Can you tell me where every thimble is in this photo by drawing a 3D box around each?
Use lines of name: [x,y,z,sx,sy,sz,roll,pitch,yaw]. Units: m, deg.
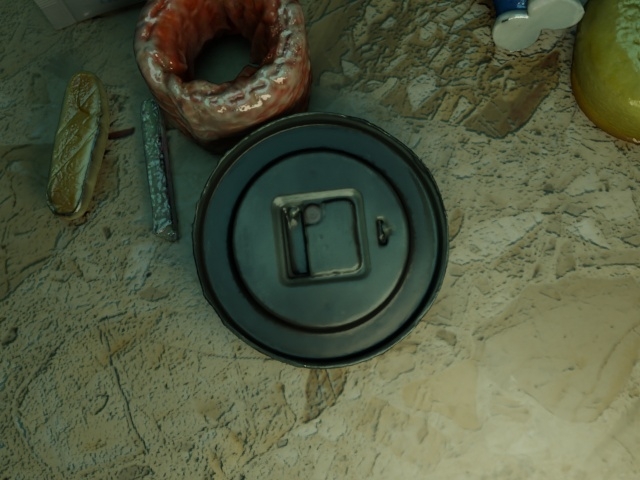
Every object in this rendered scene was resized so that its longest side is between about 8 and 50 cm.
thimble: [-0.122,-0.243,0.999,0.239,0.162,0.239,0,78,2]

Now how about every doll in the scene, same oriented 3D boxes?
doll: [0.281,-0.390,0.998,0.215,0.161,0.257,-13,74,38]

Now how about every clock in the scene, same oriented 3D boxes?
clock: [0.000,0.000,0.955,0.325,0.067,0.325,0,85,-1]

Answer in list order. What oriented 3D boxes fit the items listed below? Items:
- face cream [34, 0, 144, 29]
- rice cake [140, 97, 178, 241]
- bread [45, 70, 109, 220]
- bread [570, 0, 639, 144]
face cream: [-0.204,-0.402,1.008,0.420,0.235,0.137,-16,75,-1]
rice cake: [-0.226,-0.100,1.038,0.033,0.033,0.208,-11,77,5]
bread: [-0.335,-0.131,1.045,0.073,0.053,0.214,5,80,9]
bread: [0.457,-0.257,0.959,0.269,0.148,0.270,-2,80,15]
